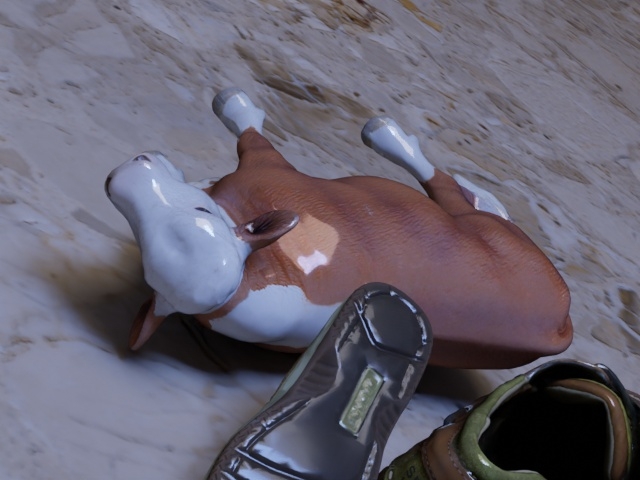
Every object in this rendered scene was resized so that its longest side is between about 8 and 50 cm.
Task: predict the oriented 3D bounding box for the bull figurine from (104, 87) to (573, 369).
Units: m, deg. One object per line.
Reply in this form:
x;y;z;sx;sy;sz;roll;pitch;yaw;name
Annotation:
0.000;0.000;0.886;0.310;0.101;0.188;15;29;-34;bull figurine

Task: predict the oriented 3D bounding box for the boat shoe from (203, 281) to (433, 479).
-0.010;0.101;0.736;0.068;0.072;0.190;44;48;-3;boat shoe

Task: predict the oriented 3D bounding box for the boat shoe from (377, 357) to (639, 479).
0.130;0.120;0.827;0.111;0.104;0.307;43;26;18;boat shoe
